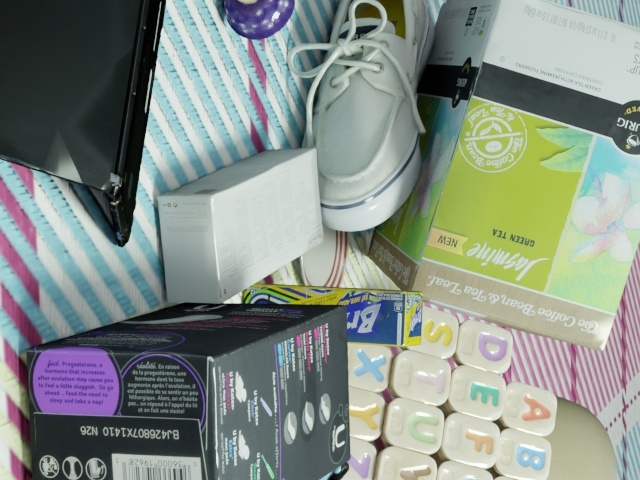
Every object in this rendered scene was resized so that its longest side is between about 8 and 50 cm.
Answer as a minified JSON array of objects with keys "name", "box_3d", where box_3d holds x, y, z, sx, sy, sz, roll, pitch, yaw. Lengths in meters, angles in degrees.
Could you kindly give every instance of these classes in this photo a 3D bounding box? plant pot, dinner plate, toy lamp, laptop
[{"name":"plant pot","box_3d":[0.188,0.293,1.923,0.191,0.284,0.284,28,60,-29]},{"name":"dinner plate","box_3d":[0.000,0.000,1.716,0.141,0.017,0.141,1,90,-67]},{"name":"toy lamp","box_3d":[-0.103,-0.261,1.376,0.274,0.080,0.080,41,54,-65]},{"name":"laptop","box_3d":[-0.201,-0.143,1.222,0.264,0.136,0.234,108,-10,-76]}]

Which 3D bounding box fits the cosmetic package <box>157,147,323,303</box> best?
[{"name":"cosmetic package","box_3d":[-0.070,-0.018,1.484,0.239,0.060,0.099,-30,116,-65]}]

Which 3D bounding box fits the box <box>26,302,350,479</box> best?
[{"name":"box","box_3d":[-0.097,0.137,1.285,0.270,0.165,0.143,-16,105,-67]}]

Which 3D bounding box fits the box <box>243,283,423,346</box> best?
[{"name":"box","box_3d":[0.012,0.072,1.546,0.059,0.169,0.054,4,88,-68]}]

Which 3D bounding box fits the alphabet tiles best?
[{"name":"alphabet tiles","box_3d":[0.134,0.217,1.783,0.021,0.278,0.284,139,-35,-63]}]

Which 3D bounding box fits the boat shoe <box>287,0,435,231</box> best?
[{"name":"boat shoe","box_3d":[0.047,-0.182,1.669,0.156,0.135,0.367,70,27,-42]}]

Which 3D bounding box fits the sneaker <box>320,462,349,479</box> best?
[{"name":"sneaker","box_3d":[-0.001,0.220,1.649,0.063,0.073,0.162,16,76,-67]}]

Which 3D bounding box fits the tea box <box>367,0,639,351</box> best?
[{"name":"tea box","box_3d":[0.214,-0.082,1.719,0.329,0.220,0.324,-134,-120,-82]}]
